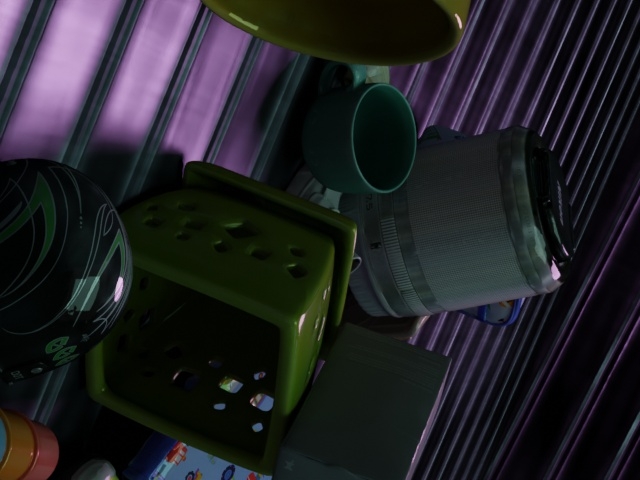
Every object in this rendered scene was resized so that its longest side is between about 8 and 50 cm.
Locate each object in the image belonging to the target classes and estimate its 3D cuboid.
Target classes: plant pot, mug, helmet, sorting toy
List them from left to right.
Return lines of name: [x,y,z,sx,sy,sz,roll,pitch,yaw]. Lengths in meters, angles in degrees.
helmet: [-0.232,0.018,1.170,0.161,0.169,0.169,-41,154,-14]
plant pot: [-0.092,0.063,1.471,0.207,0.228,0.227,-54,160,-47]
plant pot: [0.029,-0.315,1.314,0.254,0.254,0.239,51,51,-68]
mug: [0.040,-0.134,1.728,0.129,0.097,0.157,11,82,-50]
sorting toy: [0.105,0.090,2.060,0.193,0.208,0.038,-46,115,-42]

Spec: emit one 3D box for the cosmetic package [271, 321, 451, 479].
cosmetic package: [0.041,0.194,1.445,0.238,0.127,0.107,-57,164,-54]

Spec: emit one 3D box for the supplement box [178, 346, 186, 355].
supplement box: [-0.137,0.098,1.655,0.062,0.036,0.098,-57,159,-19]

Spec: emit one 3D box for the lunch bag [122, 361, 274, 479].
lunch bag: [-0.128,0.238,1.651,0.221,0.138,0.293,-52,161,-26]

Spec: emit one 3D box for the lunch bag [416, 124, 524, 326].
lunch bag: [0.223,-0.018,2.126,0.115,0.243,0.303,-51,156,-35]

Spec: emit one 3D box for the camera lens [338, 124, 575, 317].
camera lens: [0.180,-0.021,1.881,0.219,0.274,0.219,-12,90,-70]

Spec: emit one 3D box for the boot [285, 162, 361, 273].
boot: [0.000,0.000,1.761,0.258,0.123,0.095,-55,158,-27]

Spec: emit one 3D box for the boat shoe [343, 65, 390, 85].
boat shoe: [0.060,-0.170,1.819,0.059,0.063,0.170,-54,148,-23]

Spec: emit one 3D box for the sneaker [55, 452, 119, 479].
sneaker: [-0.241,0.391,1.573,0.145,0.147,0.384,-40,147,-47]

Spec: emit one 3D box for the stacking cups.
stacking cups: [-0.307,0.164,1.228,0.096,0.096,0.316,-64,162,-3]
